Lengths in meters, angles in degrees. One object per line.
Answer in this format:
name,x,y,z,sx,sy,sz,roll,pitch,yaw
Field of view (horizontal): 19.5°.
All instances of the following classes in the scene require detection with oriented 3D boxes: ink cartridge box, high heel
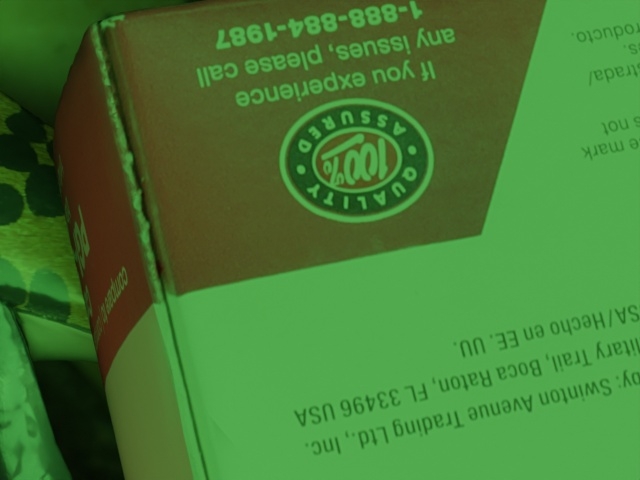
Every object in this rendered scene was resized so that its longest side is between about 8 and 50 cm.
ink cartridge box,0.069,0.082,0.425,0.207,0.117,0.283,-10,76,-16
high heel,0.000,0.000,0.541,0.261,0.093,0.186,-18,85,-23
